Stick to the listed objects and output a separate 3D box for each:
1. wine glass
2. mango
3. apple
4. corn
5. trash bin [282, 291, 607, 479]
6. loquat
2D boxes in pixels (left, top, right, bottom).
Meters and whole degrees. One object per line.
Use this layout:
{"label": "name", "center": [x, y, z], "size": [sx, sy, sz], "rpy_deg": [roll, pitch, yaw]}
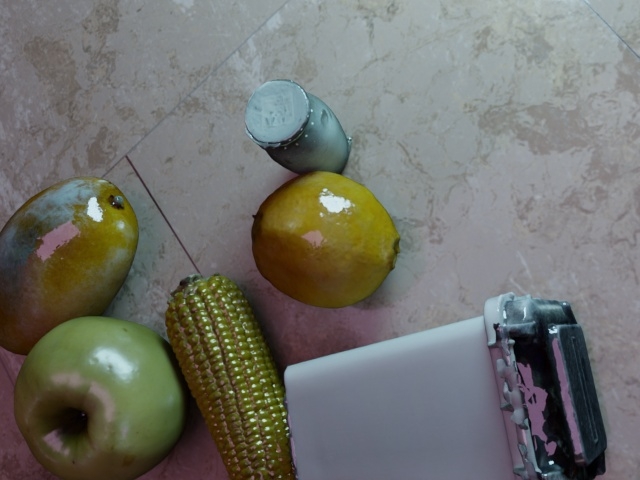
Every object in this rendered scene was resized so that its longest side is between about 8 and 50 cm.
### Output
{"label": "wine glass", "center": [-0.027, -0.155, 1.107], "size": [0.111, 0.204, 0.111], "rpy_deg": [-4, 78, 21]}
{"label": "mango", "center": [-0.448, 0.054, 1.272], "size": [0.384, 0.199, 0.221], "rpy_deg": [-46, 74, 26]}
{"label": "apple", "center": [-0.330, 0.245, 1.170], "size": [0.262, 0.262, 0.262], "rpy_deg": [-3, 83, 23]}
{"label": "corn", "center": [-0.119, 0.230, 1.144], "size": [0.144, 0.144, 0.387], "rpy_deg": [-30, 79, 17]}
{"label": "trash bin", "center": [0.144, 0.215, 0.960], "size": [0.367, 0.296, 0.256], "rpy_deg": [-14, 80, 27]}
{"label": "loquat", "center": [0.000, 0.000, 1.102], "size": [0.234, 0.176, 0.187], "rpy_deg": [18, 75, 20]}
